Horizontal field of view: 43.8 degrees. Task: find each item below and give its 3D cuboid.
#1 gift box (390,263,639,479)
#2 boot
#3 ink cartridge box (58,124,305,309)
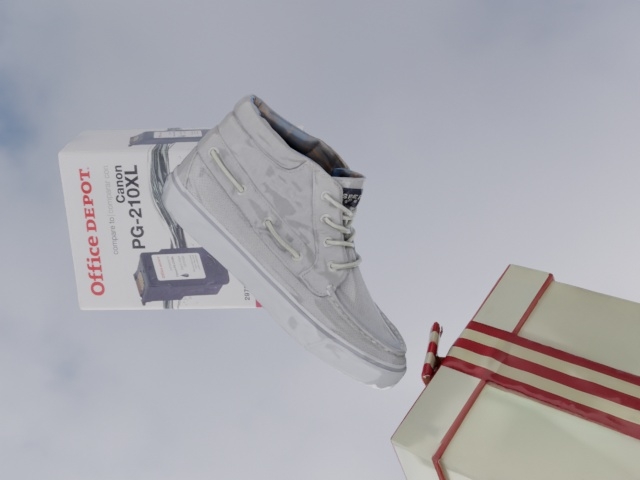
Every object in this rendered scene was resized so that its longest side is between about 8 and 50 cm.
[{"bbox_3d":[0.234,0.187,0.737,0.258,0.276,0.255,15,-44,36],"label":"gift box"},{"bbox_3d":[0.000,0.000,0.646,0.258,0.095,0.123,41,-72,-5],"label":"boot"},{"bbox_3d":[-0.132,-0.024,0.818,0.237,0.100,0.172,-1,-69,0],"label":"ink cartridge box"}]
